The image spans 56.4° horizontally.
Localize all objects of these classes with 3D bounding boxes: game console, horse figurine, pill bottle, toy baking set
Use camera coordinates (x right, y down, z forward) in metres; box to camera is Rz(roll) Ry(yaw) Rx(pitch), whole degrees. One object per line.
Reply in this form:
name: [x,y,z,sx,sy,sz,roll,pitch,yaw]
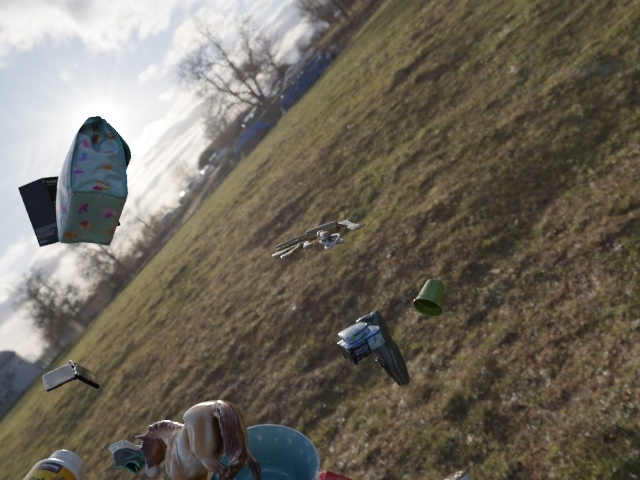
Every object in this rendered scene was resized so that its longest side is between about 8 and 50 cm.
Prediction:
game console: [-0.633,0.358,1.516,0.071,0.107,0.122,-57,29,-10]
horse figurine: [-0.132,0.253,0.679,0.263,0.066,0.174,-52,50,42]
pill bottle: [-0.599,0.557,1.286,0.117,0.117,0.215,-47,10,20]
toy baking set: [0.001,-0.002,1.395,0.256,0.030,0.197,-19,13,19]

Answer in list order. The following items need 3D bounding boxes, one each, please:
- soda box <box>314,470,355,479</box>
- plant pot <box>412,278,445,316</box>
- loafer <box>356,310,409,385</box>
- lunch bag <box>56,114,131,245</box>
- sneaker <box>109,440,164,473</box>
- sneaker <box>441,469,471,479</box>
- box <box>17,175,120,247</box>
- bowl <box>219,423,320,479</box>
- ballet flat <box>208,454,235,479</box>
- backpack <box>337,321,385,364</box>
soda box: [0.107,0.723,1.657,0.083,0.263,0.092,-44,26,57]
plant pot: [0.295,0.147,1.585,0.083,0.083,0.079,-36,23,53]
loafer: [0.206,0.360,1.965,0.084,0.267,0.096,-23,5,20]
lunch bag: [-0.569,-0.151,1.489,0.223,0.160,0.262,-53,42,43]
sneaker: [-0.487,0.588,1.593,0.065,0.167,0.076,-41,47,21]
sneaker: [0.305,0.743,1.570,0.282,0.153,0.099,-27,-11,-13]
box: [-0.738,-0.099,1.777,0.103,0.184,0.261,-14,6,19]
bowl: [-0.161,0.738,1.843,0.311,0.312,0.163,-74,-10,-65]
ballet flat: [-0.278,0.671,1.616,0.074,0.074,0.203,-40,12,44]
backpack: [0.112,0.273,1.640,0.114,0.084,0.105,-24,8,-15]
